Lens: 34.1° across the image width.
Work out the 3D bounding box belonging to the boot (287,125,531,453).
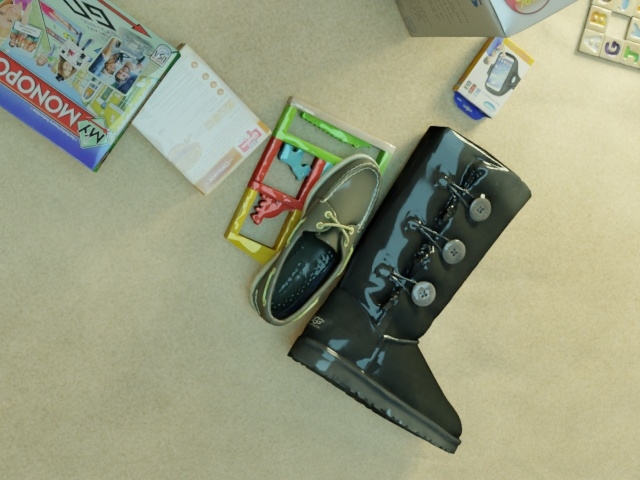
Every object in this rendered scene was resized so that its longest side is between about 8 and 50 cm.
[{"bbox_3d":[0.200,0.085,1.707,0.367,0.146,0.445,37,79,-31],"label":"boot"}]

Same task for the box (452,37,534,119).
[{"bbox_3d":[0.278,-0.264,1.706,0.081,0.028,0.136,35,89,-18],"label":"box"}]

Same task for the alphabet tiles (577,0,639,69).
[{"bbox_3d":[0.551,-0.410,1.758,0.198,0.009,0.237,12,98,-16],"label":"alphabet tiles"}]

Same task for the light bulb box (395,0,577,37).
[{"bbox_3d":[0.293,-0.465,1.497,0.358,0.361,0.225,-30,106,-8],"label":"light bulb box"}]

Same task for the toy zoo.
[{"bbox_3d":[-0.025,-0.057,1.665,0.192,0.030,0.293,25,93,-18],"label":"toy zoo"}]

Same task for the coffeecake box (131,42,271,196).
[{"bbox_3d":[-0.191,-0.182,1.579,0.142,0.068,0.185,-45,107,-2],"label":"coffeecake box"}]

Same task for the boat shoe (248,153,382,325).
[{"bbox_3d":[0.004,0.003,1.619,0.109,0.091,0.305,36,91,-20],"label":"boat shoe"}]

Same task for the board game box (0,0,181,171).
[{"bbox_3d":[-0.389,-0.275,1.486,0.317,0.046,0.213,35,89,-4],"label":"board game box"}]
